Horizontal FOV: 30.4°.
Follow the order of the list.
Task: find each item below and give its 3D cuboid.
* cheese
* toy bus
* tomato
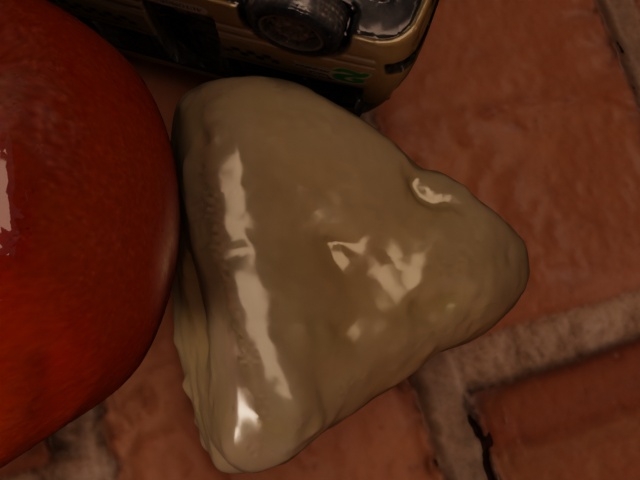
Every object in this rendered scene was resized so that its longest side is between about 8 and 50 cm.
[{"bbox_3d":[-0.001,0.000,0.806,0.251,0.173,0.248,-22,85,-19],"label":"cheese"},{"bbox_3d":[-0.090,-0.212,0.806,0.365,0.202,0.177,17,76,8],"label":"toy bus"},{"bbox_3d":[-0.247,0.002,0.703,0.341,0.273,0.341,-4,78,21],"label":"tomato"}]
